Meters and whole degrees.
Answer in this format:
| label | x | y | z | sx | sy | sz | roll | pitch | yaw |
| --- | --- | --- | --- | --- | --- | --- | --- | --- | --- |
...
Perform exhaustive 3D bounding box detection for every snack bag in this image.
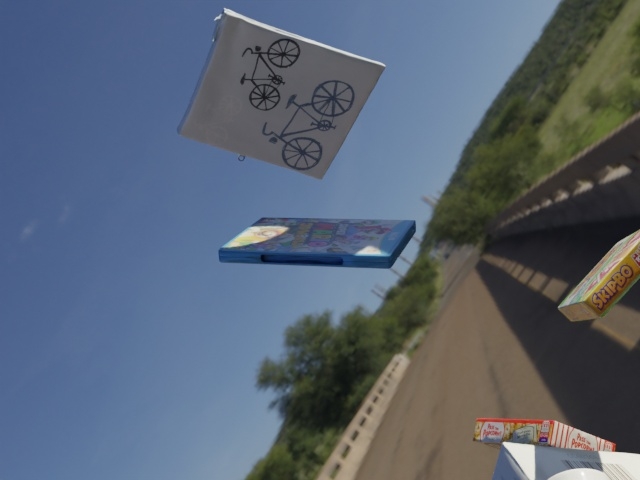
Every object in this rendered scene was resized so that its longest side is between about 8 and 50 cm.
| label | x | y | z | sx | sy | sz | roll | pitch | yaw |
| --- | --- | --- | --- | --- | --- | --- | --- | --- | --- |
| snack bag | -0.089 | -0.277 | 1.670 | 0.037 | 0.342 | 0.323 | -93 | 25 | -43 |

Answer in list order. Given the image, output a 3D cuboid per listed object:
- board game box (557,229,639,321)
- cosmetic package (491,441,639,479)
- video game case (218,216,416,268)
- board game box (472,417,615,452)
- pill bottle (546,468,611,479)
| label | x | y | z | sx | sy | sz | roll | pitch | yaw |
| --- | --- | --- | --- | --- | --- | --- | --- | --- | --- |
| board game box | 0.355 | 0.045 | 1.031 | 0.124 | 0.039 | 0.259 | -48 | -14 | 2 |
| cosmetic package | 0.292 | 0.455 | 1.021 | 0.156 | 0.217 | 0.385 | -123 | 41 | -71 |
| video game case | 0.000 | 0.000 | 0.818 | 0.119 | 0.166 | 0.015 | -44 | -47 | -66 |
| board game box | 0.383 | 0.351 | 1.455 | 0.193 | 0.146 | 0.045 | -19 | 52 | 58 |
| pill bottle | 0.164 | 0.195 | 0.489 | 0.116 | 0.065 | 0.065 | -92 | 25 | -51 |
